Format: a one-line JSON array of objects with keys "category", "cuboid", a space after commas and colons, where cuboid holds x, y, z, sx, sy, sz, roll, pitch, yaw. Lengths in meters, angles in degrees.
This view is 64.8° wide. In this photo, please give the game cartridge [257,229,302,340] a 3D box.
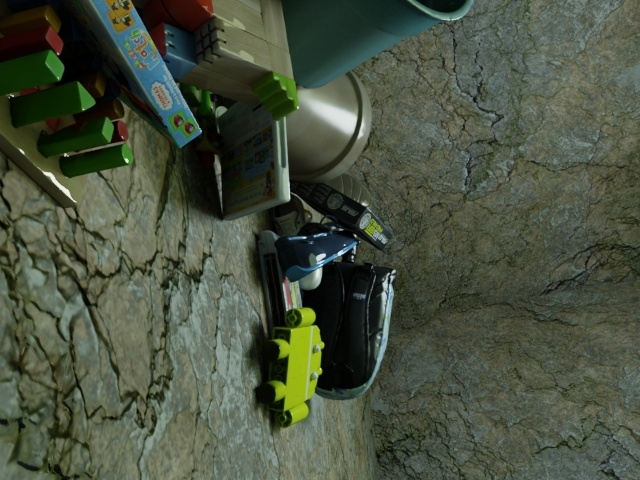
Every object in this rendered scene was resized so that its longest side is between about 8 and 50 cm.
[{"category": "game cartridge", "cuboid": [-0.092, 0.130, 1.251, 0.196, 0.060, 0.294, 54, 26, -81]}]

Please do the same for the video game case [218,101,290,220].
[{"category": "video game case", "cuboid": [-0.123, -0.152, 0.889, 0.227, 0.026, 0.206, -10, -99, 56]}]

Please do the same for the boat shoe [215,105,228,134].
[{"category": "boat shoe", "cuboid": [-0.191, -0.208, 1.023, 0.046, 0.038, 0.125, -37, 119, -34]}]

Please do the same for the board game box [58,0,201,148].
[{"category": "board game box", "cuboid": [-0.217, -0.212, 0.518, 0.160, 0.039, 0.211, 38, -19, 34]}]

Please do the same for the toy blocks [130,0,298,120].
[{"category": "toy blocks", "cuboid": [-0.181, -0.374, 0.723, 0.261, 0.191, 0.381, 4, 73, -49]}]

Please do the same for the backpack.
[{"category": "backpack", "cuboid": [0.062, 0.263, 1.414, 0.273, 0.290, 0.355, 94, 0, -53]}]

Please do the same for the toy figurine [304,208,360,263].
[{"category": "toy figurine", "cuboid": [0.022, -0.019, 1.679, 0.209, 0.213, 0.148, 57, 38, -63]}]

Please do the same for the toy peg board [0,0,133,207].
[{"category": "toy peg board", "cuboid": [-0.235, -0.144, 0.469, 0.161, 0.079, 0.160, 69, 13, -56]}]

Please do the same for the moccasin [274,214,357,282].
[{"category": "moccasin", "cuboid": [0.000, 0.000, 1.253, 0.117, 0.138, 0.342, 59, 20, 3]}]

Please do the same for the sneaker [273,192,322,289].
[{"category": "sneaker", "cuboid": [-0.079, -0.004, 1.383, 0.123, 0.106, 0.290, 40, 31, -69]}]

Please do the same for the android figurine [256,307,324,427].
[{"category": "android figurine", "cuboid": [-0.053, 0.270, 1.096, 0.273, 0.056, 0.248, 21, 73, -67]}]

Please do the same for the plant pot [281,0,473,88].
[{"category": "plant pot", "cuboid": [0.039, -0.470, 0.921, 0.341, 0.334, 0.341, 13, 69, -36]}]

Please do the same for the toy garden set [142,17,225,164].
[{"category": "toy garden set", "cuboid": [-0.219, -0.268, 0.856, 0.244, 0.049, 0.204, 62, 19, -66]}]

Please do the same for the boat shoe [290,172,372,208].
[{"category": "boat shoe", "cuboid": [0.019, -0.165, 1.616, 0.104, 0.307, 0.111, -40, -146, 48]}]

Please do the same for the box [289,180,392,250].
[{"category": "box", "cuboid": [0.047, -0.087, 1.381, 0.060, 0.270, 0.216, -57, 149, -1]}]

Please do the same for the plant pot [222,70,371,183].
[{"category": "plant pot", "cuboid": [-0.075, -0.310, 1.192, 0.280, 0.323, 0.323, 4, 76, -65]}]
